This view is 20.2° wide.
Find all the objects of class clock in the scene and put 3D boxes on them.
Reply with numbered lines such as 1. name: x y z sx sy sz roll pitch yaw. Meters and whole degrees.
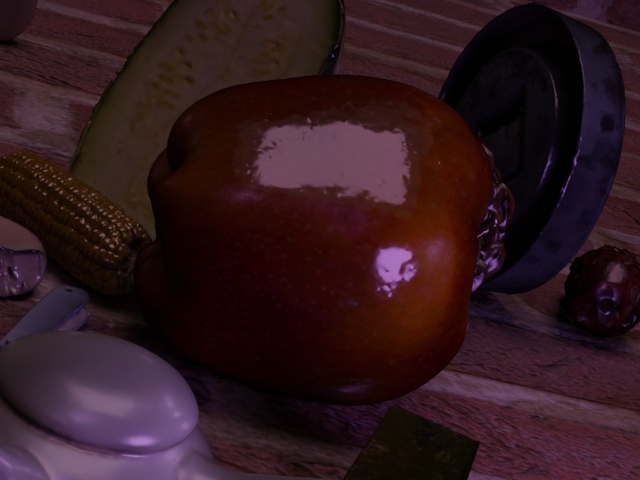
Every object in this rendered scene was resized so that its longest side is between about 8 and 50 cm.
1. clock: 0.212 -0.096 1.953 0.066 0.319 0.319 15 18 -26

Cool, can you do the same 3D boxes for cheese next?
1. cheese: -0.323 -0.003 1.620 0.171 0.048 0.092 25 18 18

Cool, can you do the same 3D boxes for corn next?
1. corn: -0.236 -0.018 1.693 0.080 0.080 0.238 -4 29 -47

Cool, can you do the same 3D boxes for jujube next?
1. jujube: 0.315 0.050 1.966 0.104 0.104 0.166 19 19 3

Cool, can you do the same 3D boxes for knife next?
1. knife: -0.232 0.073 1.530 0.044 0.023 0.162 23 19 3

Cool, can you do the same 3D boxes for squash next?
1. squash: -0.093 -0.148 1.823 0.233 0.309 0.210 31 23 32

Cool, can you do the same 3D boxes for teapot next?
1. teapot: -0.110 0.157 1.217 0.318 0.149 0.220 12 21 -13

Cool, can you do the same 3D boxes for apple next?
1. apple: 0.000 0.000 1.567 0.316 0.288 0.288 7 21 -10

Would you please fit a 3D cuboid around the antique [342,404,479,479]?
1. antique: 0.050 0.205 1.331 0.080 0.081 0.221 21 19 11

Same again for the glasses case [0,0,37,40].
1. glasses case: -0.501 -0.327 2.251 0.296 0.113 0.075 10 23 -23

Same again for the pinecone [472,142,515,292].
1. pinecone: 0.101 -0.025 1.852 0.207 0.208 0.208 16 19 -6
